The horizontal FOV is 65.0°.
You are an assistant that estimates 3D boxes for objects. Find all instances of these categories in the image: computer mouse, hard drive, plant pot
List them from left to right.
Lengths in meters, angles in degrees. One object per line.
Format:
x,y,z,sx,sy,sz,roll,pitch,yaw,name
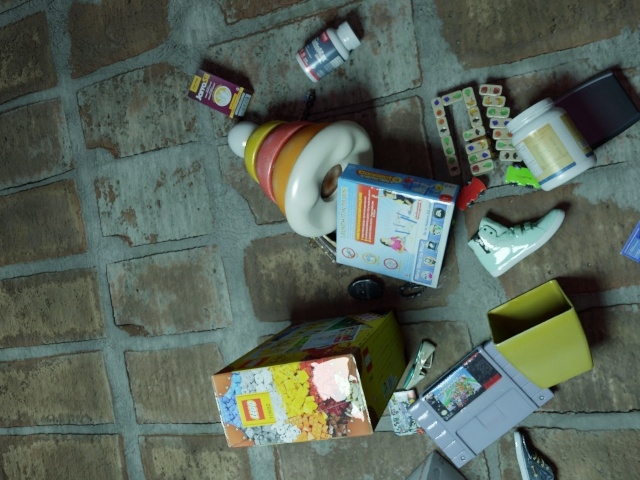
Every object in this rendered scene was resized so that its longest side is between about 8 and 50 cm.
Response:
0.203,0.147,1.546,0.243,0.041,0.071,-1,103,13,computer mouse
0.593,0.260,1.335,0.212,0.212,0.187,-32,97,19,plant pot
0.683,-0.317,1.323,0.255,0.054,0.171,-32,84,19,hard drive

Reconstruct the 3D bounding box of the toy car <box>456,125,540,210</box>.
0.501,-0.186,1.400,0.225,0.053,0.238,13,99,18,toy car

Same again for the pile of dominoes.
0.423,-0.306,1.369,0.196,0.040,0.250,-16,81,21,pile of dominoes

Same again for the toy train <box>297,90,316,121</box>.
-0.055,-0.400,1.594,0.036,0.027,0.158,28,104,26,toy train

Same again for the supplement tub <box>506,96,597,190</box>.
0.576,-0.241,1.263,0.144,0.144,0.199,-33,83,19,supplement tub

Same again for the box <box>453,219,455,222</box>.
0.307,-0.100,1.445,0.178,0.109,0.042,45,108,11,box

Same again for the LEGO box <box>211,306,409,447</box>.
0.005,0.354,1.384,0.373,0.500,0.192,-13,91,19,LEGO box

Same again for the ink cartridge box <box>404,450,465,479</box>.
0.272,0.805,1.471,0.131,0.226,0.306,41,107,12,ink cartridge box

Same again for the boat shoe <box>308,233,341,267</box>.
0.000,0.000,1.581,0.207,0.073,0.073,43,105,12,boat shoe

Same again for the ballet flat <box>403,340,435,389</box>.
0.302,0.386,1.517,0.053,0.057,0.168,21,102,7,ballet flat

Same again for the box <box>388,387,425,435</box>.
0.263,0.531,1.556,0.094,0.027,0.136,-15,89,19,box

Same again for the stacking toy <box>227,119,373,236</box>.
-0.114,-0.254,1.513,0.480,0.351,0.350,31,104,30,stacking toy

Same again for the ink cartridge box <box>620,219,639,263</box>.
0.955,0.028,1.254,0.311,0.065,0.185,29,103,17,ink cartridge box

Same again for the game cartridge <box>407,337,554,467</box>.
0.453,0.464,1.454,0.230,0.068,0.355,46,104,4,game cartridge

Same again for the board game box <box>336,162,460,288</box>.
0.200,-0.038,1.382,0.302,0.086,0.308,15,134,16,board game box

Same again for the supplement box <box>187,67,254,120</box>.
-0.328,-0.480,1.654,0.188,0.081,0.104,28,103,16,supplement box

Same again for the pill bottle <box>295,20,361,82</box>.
0.026,-0.570,1.507,0.180,0.108,0.107,-32,84,19,pill bottle

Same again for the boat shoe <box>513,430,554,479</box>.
0.607,0.624,1.427,0.083,0.065,0.183,-14,96,18,boat shoe

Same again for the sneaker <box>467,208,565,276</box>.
0.527,-0.031,1.377,0.256,0.094,0.151,-43,86,20,sneaker
